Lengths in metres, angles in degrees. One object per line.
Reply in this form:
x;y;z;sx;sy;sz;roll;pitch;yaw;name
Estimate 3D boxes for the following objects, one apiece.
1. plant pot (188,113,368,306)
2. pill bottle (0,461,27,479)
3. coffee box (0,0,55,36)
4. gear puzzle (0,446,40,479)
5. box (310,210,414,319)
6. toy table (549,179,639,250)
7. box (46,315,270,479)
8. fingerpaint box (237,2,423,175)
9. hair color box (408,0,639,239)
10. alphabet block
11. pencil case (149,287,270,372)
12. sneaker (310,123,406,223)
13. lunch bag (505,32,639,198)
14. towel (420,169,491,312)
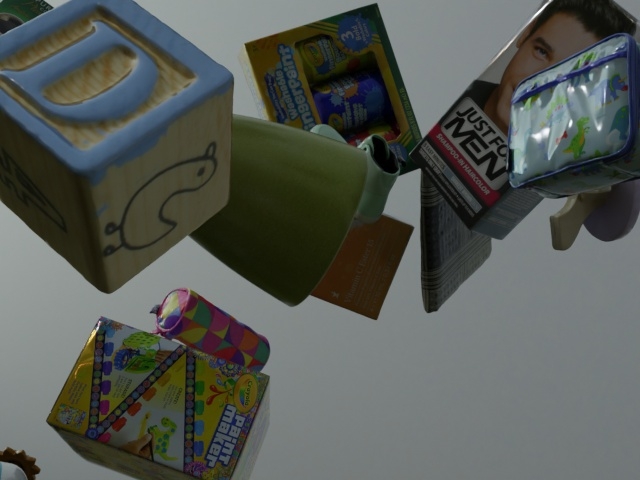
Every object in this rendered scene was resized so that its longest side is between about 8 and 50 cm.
-0.120;-0.081;1.182;0.293;0.275;0.275;25;-29;-14;plant pot
-0.446;0.324;0.896;0.264;0.146;0.146;18;-25;-23;pill bottle
-0.475;-0.305;1.195;0.113;0.184;0.040;34;-34;-12;coffee box
-0.601;0.455;1.373;0.175;0.044;0.339;33;-59;-16;gear puzzle
0.000;0.000;1.649;0.345;0.215;0.168;21;6;2;box
0.517;-0.123;1.534;0.252;0.160;0.274;-19;-96;65;toy table
-0.238;0.292;1.228;0.279;0.177;0.290;19;-27;5;box
0.035;-0.342;2.009;0.163;0.371;0.445;-177;-113;-77;fingerpaint box
0.330;-0.199;1.181;0.374;0.113;0.185;-49;-127;23;hair color box
-0.218;-0.102;0.784;0.193;0.192;0.197;40;-30;19;alphabet block
-0.200;0.175;1.417;0.104;0.104;0.236;-1;-29;46;pencil case
0.073;-0.174;1.501;0.256;0.094;0.151;58;-41;30;sneaker
0.337;-0.155;0.990;0.090;0.176;0.219;15;-15;-26;lunch bag
0.276;-0.052;1.580;0.056;0.324;0.312;7;-67;32;towel
